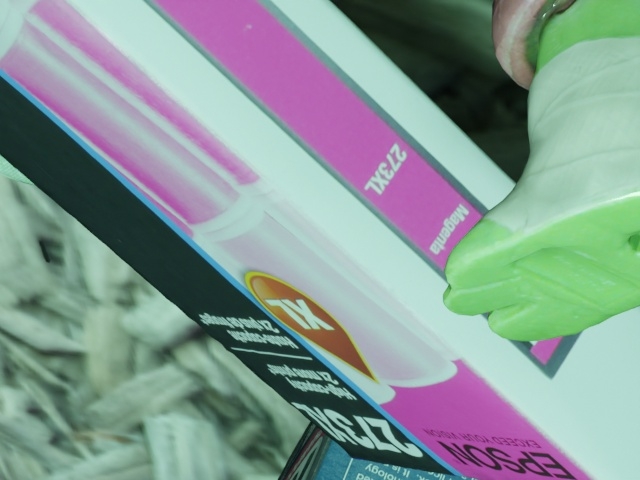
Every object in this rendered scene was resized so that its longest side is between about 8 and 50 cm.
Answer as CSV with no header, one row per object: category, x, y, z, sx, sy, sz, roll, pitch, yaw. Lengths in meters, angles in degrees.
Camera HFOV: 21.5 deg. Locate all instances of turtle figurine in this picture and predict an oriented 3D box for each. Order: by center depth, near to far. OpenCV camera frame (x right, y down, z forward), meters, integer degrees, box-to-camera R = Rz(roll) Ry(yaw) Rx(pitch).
turtle figurine,0.048,-0.087,0.456,0.275,0.266,0.198,-7,153,6

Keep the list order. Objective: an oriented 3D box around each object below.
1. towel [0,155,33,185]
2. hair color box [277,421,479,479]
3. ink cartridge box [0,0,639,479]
towel,-0.270,-0.138,0.701,0.325,0.038,0.247,9,133,16
hair color box,-0.011,0.217,0.698,0.105,0.347,0.174,26,135,-1
ink cartridge box,0.000,0.000,0.573,0.371,0.069,0.176,40,161,-21
